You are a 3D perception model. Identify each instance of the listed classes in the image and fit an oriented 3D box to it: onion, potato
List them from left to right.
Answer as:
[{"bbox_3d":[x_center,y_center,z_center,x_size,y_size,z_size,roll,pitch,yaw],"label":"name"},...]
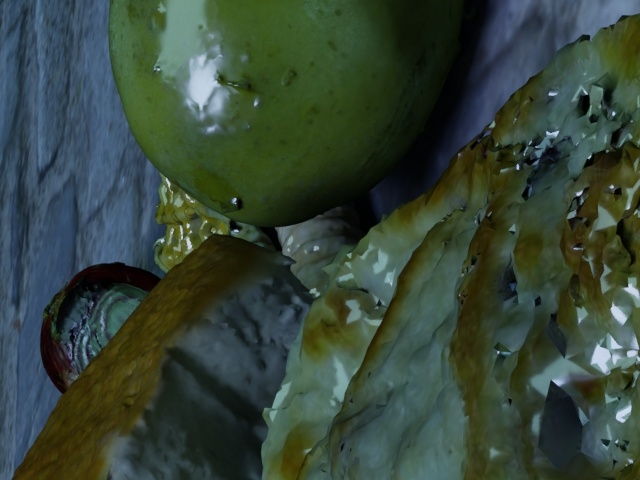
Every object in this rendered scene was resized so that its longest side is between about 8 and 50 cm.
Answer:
[{"bbox_3d":[-0.162,0.074,1.307,0.117,0.118,0.118,-48,29,-5],"label":"onion"},{"bbox_3d":[-0.017,-0.159,0.972,0.216,0.216,0.304,6,92,63],"label":"potato"}]

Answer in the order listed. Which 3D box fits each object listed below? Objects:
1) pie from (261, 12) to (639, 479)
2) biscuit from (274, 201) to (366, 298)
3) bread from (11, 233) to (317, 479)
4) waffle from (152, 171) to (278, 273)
[{"bbox_3d":[0.100,0.122,0.639,0.418,0.180,0.395,-44,50,45],"label":"pie"},{"bbox_3d":[0.000,0.000,1.060,0.219,0.055,0.061,-108,28,-44],"label":"biscuit"},{"bbox_3d":[-0.061,0.168,0.912,0.279,0.225,0.250,-42,15,54],"label":"bread"},{"bbox_3d":[-0.071,0.016,1.163,0.223,0.054,0.204,100,158,-45],"label":"waffle"}]
